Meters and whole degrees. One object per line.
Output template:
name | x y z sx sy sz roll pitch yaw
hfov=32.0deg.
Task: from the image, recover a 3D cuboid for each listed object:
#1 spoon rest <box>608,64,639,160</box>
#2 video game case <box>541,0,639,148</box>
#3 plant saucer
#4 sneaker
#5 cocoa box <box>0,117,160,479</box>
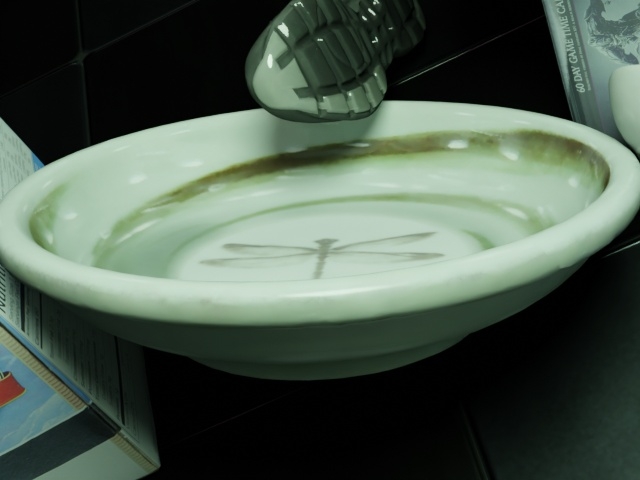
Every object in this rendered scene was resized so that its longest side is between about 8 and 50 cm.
spoon rest | 0.295 -0.044 0.653 0.276 0.137 0.084 30 89 32
video game case | 0.278 -0.148 0.688 0.274 0.196 0.026 -4 40 26
plant saucer | 0.000 0.000 0.716 0.400 0.101 0.400 -4 19 2
sneaker | 0.000 -0.141 0.869 0.106 0.101 0.267 -21 12 29
cocoa box | -0.328 0.096 0.797 0.347 0.228 0.231 -27 46 7
